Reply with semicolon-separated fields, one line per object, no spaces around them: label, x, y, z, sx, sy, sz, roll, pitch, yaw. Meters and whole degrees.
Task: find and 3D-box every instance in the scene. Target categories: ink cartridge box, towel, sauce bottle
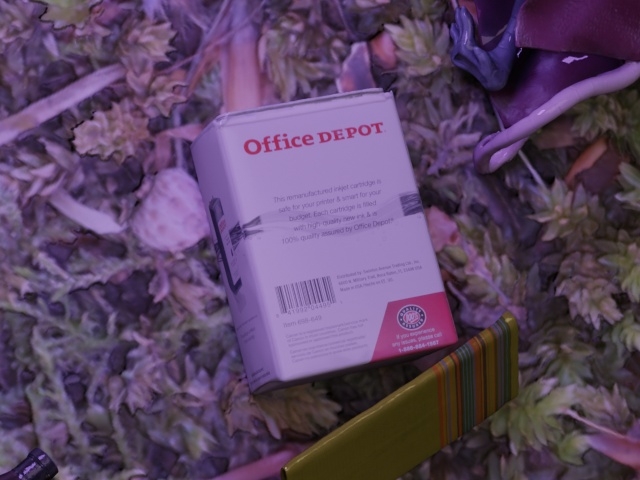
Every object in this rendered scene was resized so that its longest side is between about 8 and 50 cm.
ink cartridge box;0.000;0.000;1.556;0.159;0.092;0.218;-11;82;-21
towel;0.065;0.147;1.544;0.237;0.102;0.021;-32;50;-23
sauce bottle;-0.252;0.205;1.446;0.042;0.042;0.128;48;65;-2

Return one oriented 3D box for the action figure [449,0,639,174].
action figure;0.312;-0.211;1.633;0.370;0.248;0.275;0;77;-16
